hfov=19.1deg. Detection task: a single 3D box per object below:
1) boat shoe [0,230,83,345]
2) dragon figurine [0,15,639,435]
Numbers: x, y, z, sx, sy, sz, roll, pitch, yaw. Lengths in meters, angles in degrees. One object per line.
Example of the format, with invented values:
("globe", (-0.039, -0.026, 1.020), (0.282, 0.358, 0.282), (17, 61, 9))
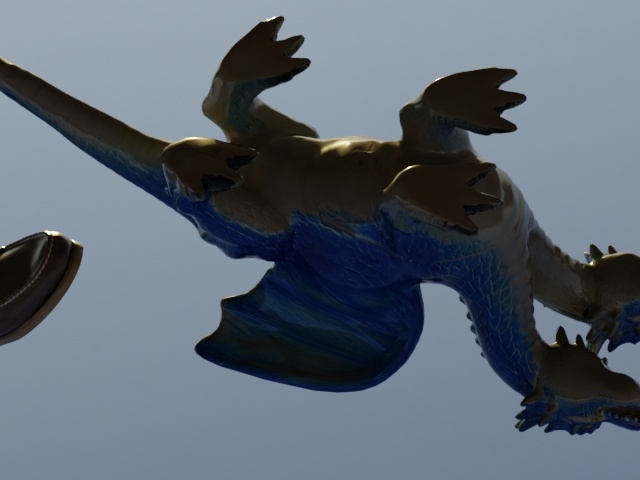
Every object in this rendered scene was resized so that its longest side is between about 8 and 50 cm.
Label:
("boat shoe", (-0.269, 0.046, 1.534), (0.207, 0.073, 0.073), (-36, -148, 41))
("dragon figurine", (0.000, 0.000, 0.702), (0.289, 0.144, 0.085), (8, -127, 9))
